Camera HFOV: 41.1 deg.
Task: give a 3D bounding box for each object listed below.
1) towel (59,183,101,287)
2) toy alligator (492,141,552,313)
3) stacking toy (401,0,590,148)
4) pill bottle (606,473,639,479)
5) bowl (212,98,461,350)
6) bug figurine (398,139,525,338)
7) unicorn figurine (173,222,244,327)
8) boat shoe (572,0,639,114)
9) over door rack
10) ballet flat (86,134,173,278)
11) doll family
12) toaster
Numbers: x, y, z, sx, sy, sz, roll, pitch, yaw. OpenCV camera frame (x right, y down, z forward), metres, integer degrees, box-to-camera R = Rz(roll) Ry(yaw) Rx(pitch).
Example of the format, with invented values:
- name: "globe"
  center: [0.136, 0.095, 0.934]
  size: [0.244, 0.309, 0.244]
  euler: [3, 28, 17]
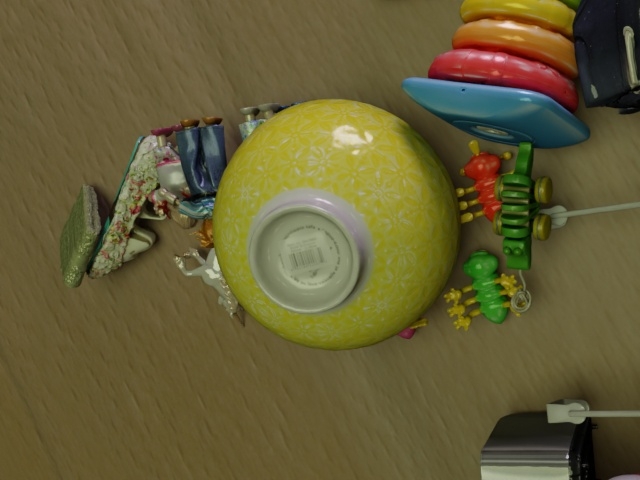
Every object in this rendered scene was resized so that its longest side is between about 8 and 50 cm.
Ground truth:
- name: "towel"
  center: [-0.344, -0.009, 1.221]
  size: [0.110, 0.027, 0.148]
  euler: [-62, 29, 20]
- name: "toy alligator"
  center: [0.209, -0.008, 0.904]
  size: [0.056, 0.051, 0.189]
  euler: [7, 103, 33]
- name: "stacking toy"
  center: [0.220, -0.260, 0.910]
  size: [0.175, 0.166, 0.301]
  euler: [14, 90, 37]
- name: "pill bottle"
  center: [0.435, 0.311, 0.752]
  size: [0.363, 0.210, 0.210]
  euler: [1, 98, -7]
- name: "bowl"
  center: [0.000, 0.000, 0.917]
  size: [0.290, 0.156, 0.289]
  euler: [4, 105, 14]
- name: "bug figurine"
  center: [0.124, 0.010, 1.016]
  size: [0.279, 0.072, 0.216]
  euler: [-15, 94, 24]
- name: "unicorn figurine"
  center: [-0.138, 0.028, 1.151]
  size: [0.111, 0.060, 0.161]
  euler: [27, 107, 21]
- name: "boat shoe"
  center: [0.307, -0.281, 0.804]
  size: [0.158, 0.127, 0.340]
  euler: [-16, 70, 58]
- name: "over door rack"
  center: [0.338, 0.064, 0.826]
  size: [0.324, 0.108, 0.239]
  euler: [-11, 80, 47]
- name: "ballet flat"
  center: [-0.258, -0.034, 1.194]
  size: [0.077, 0.091, 0.241]
  euler: [25, 113, -7]
- name: "doll family"
  center: [-0.111, -0.077, 1.069]
  size: [0.263, 0.118, 0.163]
  euler: [-9, 94, 11]
- name: "toaster"
  center: [0.246, 0.290, 0.929]
  size: [0.110, 0.186, 0.168]
  euler: [-5, 94, 22]
